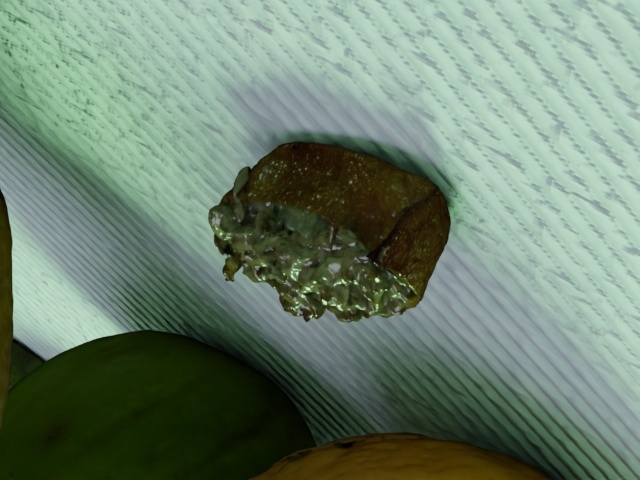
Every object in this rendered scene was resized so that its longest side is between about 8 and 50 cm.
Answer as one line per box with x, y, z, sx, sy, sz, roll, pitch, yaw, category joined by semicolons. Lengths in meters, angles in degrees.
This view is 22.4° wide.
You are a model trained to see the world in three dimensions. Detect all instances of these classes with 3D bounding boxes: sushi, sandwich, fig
0.000;0.000;0.572;0.120;0.055;0.052;14;156;49;sushi
-0.234;0.088;1.162;0.135;0.029;0.067;21;160;33;sandwich
-0.105;0.154;0.838;0.203;0.225;0.203;33;139;35;fig

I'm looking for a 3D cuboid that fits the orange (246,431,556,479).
0.037;0.186;0.695;0.219;0.219;0.193;77;176;-60;orange

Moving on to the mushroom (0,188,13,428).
-0.262;0.027;0.677;0.345;0.345;0.260;25;-179;27;mushroom
